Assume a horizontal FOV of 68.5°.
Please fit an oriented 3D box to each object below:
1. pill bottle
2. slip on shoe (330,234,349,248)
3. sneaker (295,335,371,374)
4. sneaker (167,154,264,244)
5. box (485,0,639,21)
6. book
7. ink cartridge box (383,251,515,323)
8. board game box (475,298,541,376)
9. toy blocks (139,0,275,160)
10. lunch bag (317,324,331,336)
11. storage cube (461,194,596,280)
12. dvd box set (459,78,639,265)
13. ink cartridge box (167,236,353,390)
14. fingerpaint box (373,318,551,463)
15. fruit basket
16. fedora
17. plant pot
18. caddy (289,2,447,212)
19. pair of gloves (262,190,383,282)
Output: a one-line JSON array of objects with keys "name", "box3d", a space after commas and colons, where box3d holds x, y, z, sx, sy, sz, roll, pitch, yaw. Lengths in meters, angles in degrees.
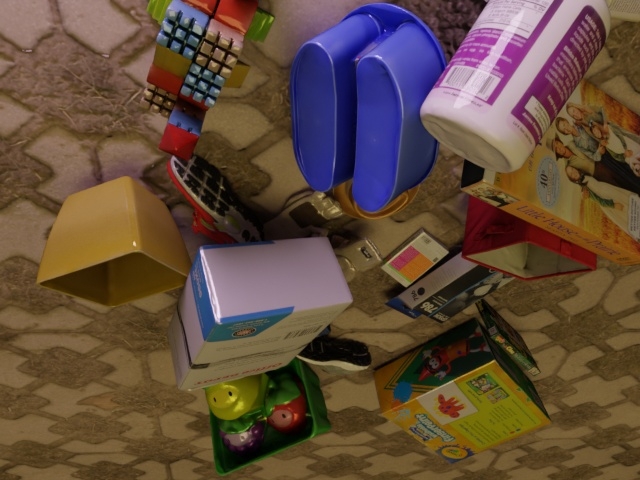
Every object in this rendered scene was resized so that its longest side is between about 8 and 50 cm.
[{"name": "pill bottle", "box3d": [0.288, -0.263, 0.664, 0.169, 0.169, 0.302, 32, 94, -27]}, {"name": "slip on shoe", "box3d": [0.030, 0.043, 1.144, 0.041, 0.051, 0.135, 30, 134, 12]}, {"name": "sneaker", "box3d": [0.011, 0.337, 1.349, 0.271, 0.100, 0.108, 20, 130, -21]}, {"name": "sneaker", "box3d": [-0.239, -0.059, 0.998, 0.118, 0.107, 0.279, -18, 126, 26]}, {"name": "box", "box3d": [0.396, -0.433, 0.754, 0.274, 0.094, 0.113, 4, 128, -9]}, {"name": "book", "box3d": [0.233, 0.043, 1.171, 0.096, 0.035, 0.144, 35, 118, -26]}, {"name": "ink cartridge box", "box3d": [0.341, 0.123, 1.207, 0.332, 0.065, 0.165, -39, 137, 25]}, {"name": "board game box", "box3d": [0.526, 0.271, 1.321, 0.030, 0.136, 0.259, -36, 125, 23]}, {"name": "toy blocks", "box3d": [-0.173, -0.302, 0.696, 0.190, 0.261, 0.381, 22, 124, -22]}, {"name": "lunch bag", "box3d": [-0.017, 0.217, 1.265, 0.065, 0.067, 0.098, -22, 129, 12]}, {"name": "storage cube", "box3d": [0.432, -0.042, 0.973, 0.214, 0.193, 0.183, 19, 162, -19]}, {"name": "dvd box set", "box3d": [0.457, -0.161, 0.870, 0.420, 0.308, 0.062, 21, 162, -21]}, {"name": "ink cartridge box", "box3d": [-0.155, 0.169, 1.034, 0.285, 0.166, 0.395, -5, 150, -31]}, {"name": "fingerpaint box", "box3d": [0.444, 0.490, 1.475, 0.371, 0.163, 0.445, -34, 124, 20]}, {"name": "fruit basket", "box3d": [-0.198, 0.481, 1.359, 0.391, 0.283, 0.392, -12, 145, -8]}, {"name": "fedora", "box3d": [0.125, -0.101, 1.009, 0.194, 0.079, 0.195, -3, 130, -4]}, {"name": "plant pot", "box3d": [-0.402, -0.001, 0.941, 0.212, 0.187, 0.212, -17, 158, 9]}, {"name": "caddy", "box3d": [0.087, -0.219, 0.818, 0.241, 0.179, 0.342, 25, 136, 27]}, {"name": "pair of gloves", "box3d": [0.000, 0.000, 1.074, 0.204, 0.042, 0.240, -35, 108, 31]}]
